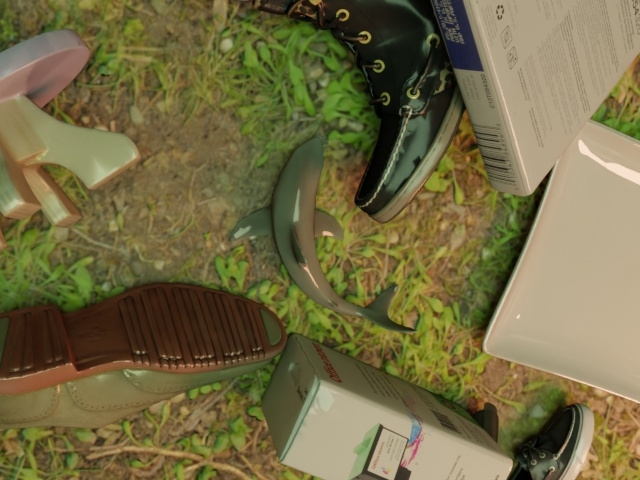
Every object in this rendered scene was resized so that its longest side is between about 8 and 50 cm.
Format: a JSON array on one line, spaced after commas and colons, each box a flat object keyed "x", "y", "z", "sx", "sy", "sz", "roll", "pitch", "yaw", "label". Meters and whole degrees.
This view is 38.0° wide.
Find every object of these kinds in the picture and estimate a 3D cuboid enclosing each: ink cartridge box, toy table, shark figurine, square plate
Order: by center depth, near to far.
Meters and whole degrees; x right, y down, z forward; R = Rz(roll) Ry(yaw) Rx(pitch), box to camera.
[{"x": -0.346, "y": -0.093, "z": 1.043, "sx": 0.274, "sy": 0.252, "sz": 0.161, "roll": -34, "pitch": 89, "yaw": 9, "label": "toy table"}, {"x": 0.274, "y": -0.281, "z": 1.128, "sx": 0.330, "sy": 0.071, "sz": 0.324, "roll": -49, "pitch": 132, "yaw": -27, "label": "ink cartridge box"}, {"x": -0.003, "y": 0.029, "z": 1.192, "sx": 0.166, "sy": 0.116, "sz": 0.278, "roll": -30, "pitch": 103, "yaw": -3, "label": "shark figurine"}, {"x": 0.075, "y": 0.246, "z": 1.200, "sx": 0.278, "sy": 0.201, "sz": 0.117, "roll": 25, "pitch": 95, "yaw": -14, "label": "ink cartridge box"}, {"x": 0.430, "y": 0.042, "z": 1.313, "sx": 0.343, "sy": 0.049, "sz": 0.347, "roll": 19, "pitch": 96, "yaw": -15, "label": "square plate"}]

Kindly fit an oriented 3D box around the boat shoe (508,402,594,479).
[{"x": 0.308, "y": 0.328, "z": 1.333, "sx": 0.076, "sy": 0.080, "sz": 0.229, "roll": 24, "pitch": 103, "yaw": -16, "label": "boat shoe"}]

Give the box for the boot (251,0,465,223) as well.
[{"x": 0.050, "y": -0.240, "z": 1.135, "sx": 0.284, "sy": 0.138, "sz": 0.378, "roll": 24, "pitch": 91, "yaw": -16, "label": "boot"}]

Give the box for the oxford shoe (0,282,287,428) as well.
[{"x": -0.241, "y": 0.154, "z": 1.179, "sx": 0.396, "sy": 0.141, "sz": 0.147, "roll": -3, "pitch": 132, "yaw": -16, "label": "oxford shoe"}]

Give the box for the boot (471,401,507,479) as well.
[{"x": 0.210, "y": 0.336, "z": 1.316, "sx": 0.076, "sy": 0.137, "sz": 0.198, "roll": 20, "pitch": 135, "yaw": -12, "label": "boot"}]
